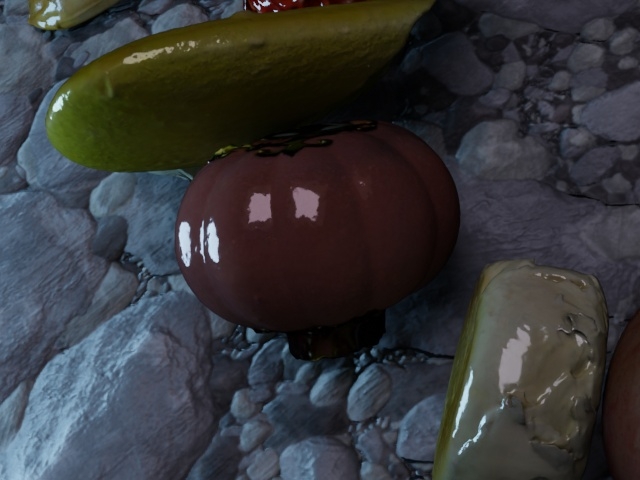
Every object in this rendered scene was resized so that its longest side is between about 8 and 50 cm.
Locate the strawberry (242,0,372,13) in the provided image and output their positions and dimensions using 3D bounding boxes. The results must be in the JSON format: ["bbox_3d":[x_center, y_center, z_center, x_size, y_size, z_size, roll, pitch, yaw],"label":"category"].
[{"bbox_3d":[0.058,-0.318,1.634,0.265,0.149,0.336,-37,12,-27],"label":"strawberry"}]

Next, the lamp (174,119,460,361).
[{"bbox_3d":[0.000,0.000,1.454,0.305,0.240,0.305,-12,12,3],"label":"lamp"}]

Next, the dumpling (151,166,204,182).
[{"bbox_3d":[-0.192,-0.145,1.713,0.199,0.118,0.136,34,65,6],"label":"dumpling"}]

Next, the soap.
[{"bbox_3d":[-0.088,-0.163,1.521,0.427,0.306,0.115,-13,81,-17],"label":"soap"}]

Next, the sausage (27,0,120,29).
[{"bbox_3d":[-0.268,-0.409,1.923,0.354,0.116,0.134,-35,62,1],"label":"sausage"}]

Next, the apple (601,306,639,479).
[{"bbox_3d":[0.411,0.139,1.180,0.344,0.269,0.345,-11,53,15],"label":"apple"}]

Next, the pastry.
[{"bbox_3d":[0.187,0.137,1.286,0.133,0.265,0.265,11,60,6],"label":"pastry"}]
